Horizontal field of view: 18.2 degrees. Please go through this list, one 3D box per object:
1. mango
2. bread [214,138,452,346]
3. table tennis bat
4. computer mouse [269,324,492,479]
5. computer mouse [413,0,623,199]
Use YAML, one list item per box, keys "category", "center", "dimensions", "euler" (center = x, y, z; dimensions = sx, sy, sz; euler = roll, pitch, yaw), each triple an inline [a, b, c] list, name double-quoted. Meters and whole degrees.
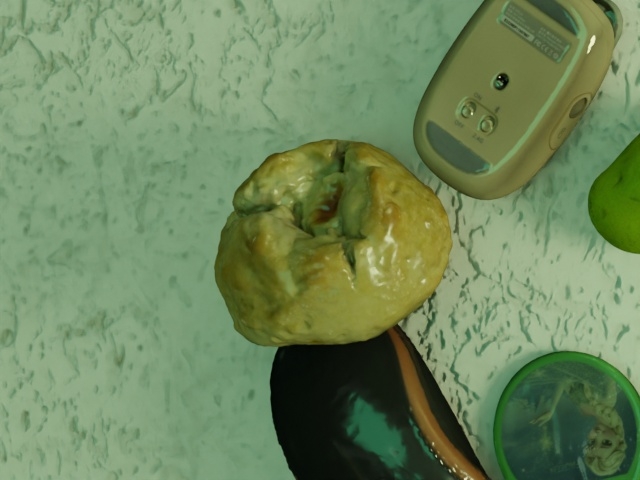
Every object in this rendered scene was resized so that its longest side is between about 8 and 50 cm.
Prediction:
- category: "mango"
  center: [0.331, -0.049, 1.869]
  dimensions: [0.117, 0.089, 0.163]
  euler: [47, 121, 9]
- category: "bread"
  center: [0.000, 0.000, 1.955]
  dimensions: [0.244, 0.134, 0.244]
  euler: [-13, 49, 15]
- category: "table tennis bat"
  center: [0.250, 0.235, 1.933]
  dimensions: [0.160, 0.039, 0.257]
  euler: [-14, 82, 27]
- category: "computer mouse"
  center: [0.055, 0.212, 1.984]
  dimensions: [0.183, 0.116, 0.323]
  euler: [-37, 76, 26]
- category: "computer mouse"
  center: [0.189, -0.152, 1.932]
  dimensions: [0.145, 0.082, 0.236]
  euler: [37, 103, 22]
